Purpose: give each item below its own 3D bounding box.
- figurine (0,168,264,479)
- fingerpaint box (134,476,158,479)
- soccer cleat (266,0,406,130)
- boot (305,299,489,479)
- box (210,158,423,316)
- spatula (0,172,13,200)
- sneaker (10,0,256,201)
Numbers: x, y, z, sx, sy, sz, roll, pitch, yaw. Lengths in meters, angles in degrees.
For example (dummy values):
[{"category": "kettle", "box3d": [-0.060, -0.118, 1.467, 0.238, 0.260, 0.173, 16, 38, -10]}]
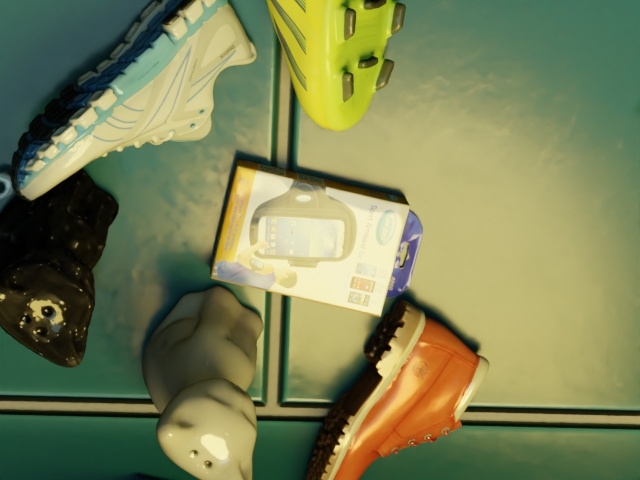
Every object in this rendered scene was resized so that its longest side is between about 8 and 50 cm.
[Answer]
[{"category": "figurine", "box3d": [-0.120, 0.064, 1.258, 0.215, 0.209, 0.092, 40, 99, -12]}, {"category": "fingerpaint box", "box3d": [0.073, 0.327, 1.255, 0.445, 0.371, 0.163, 13, 105, -6]}, {"category": "soccer cleat", "box3d": [-0.022, -0.211, 1.269, 0.121, 0.093, 0.289, 1, 112, 28]}, {"category": "boot", "box3d": [0.051, 0.128, 1.365, 0.084, 0.059, 0.158, 30, 100, -15]}, {"category": "box", "box3d": [0.000, 0.000, 1.342, 0.136, 0.028, 0.081, 13, 103, -5]}, {"category": "spatula", "box3d": [-0.335, -0.037, 1.321, 0.242, 0.019, 0.168, -27, 99, 3]}, {"category": "sneaker", "box3d": [-0.115, -0.082, 1.280, 0.190, 0.071, 0.083, -43, 116, -9]}]
